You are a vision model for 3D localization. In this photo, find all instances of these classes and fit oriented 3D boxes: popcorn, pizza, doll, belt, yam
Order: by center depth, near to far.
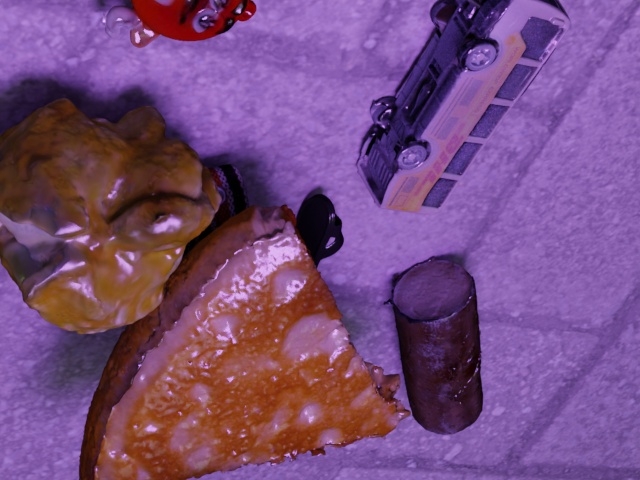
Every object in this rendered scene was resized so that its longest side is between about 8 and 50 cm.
[{"bbox_3d":[-0.161,-0.279,1.618,0.183,0.085,0.217,-43,125,18],"label":"doll"},{"bbox_3d":[-0.257,-0.040,1.715,0.276,0.225,0.276,-12,124,-19],"label":"popcorn"},{"bbox_3d":[-0.072,0.173,1.900,0.406,0.130,0.440,24,110,-35],"label":"pizza"},{"bbox_3d":[-0.136,0.053,1.942,0.094,0.126,0.359,-8,131,-9],"label":"belt"},{"bbox_3d":[0.169,0.152,2.166,0.131,0.131,0.279,-18,138,-6],"label":"yam"}]

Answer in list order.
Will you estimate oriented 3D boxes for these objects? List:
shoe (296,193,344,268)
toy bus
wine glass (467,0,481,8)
[{"bbox_3d":[0.000,0.000,1.987,0.053,0.062,0.159,-10,137,-33],"label":"shoe"},{"bbox_3d":[0.168,-0.179,1.849,0.138,0.097,0.342,10,129,-34],"label":"toy bus"},{"bbox_3d":[0.224,-0.373,1.678,0.231,0.103,0.103,-44,134,16],"label":"wine glass"}]
